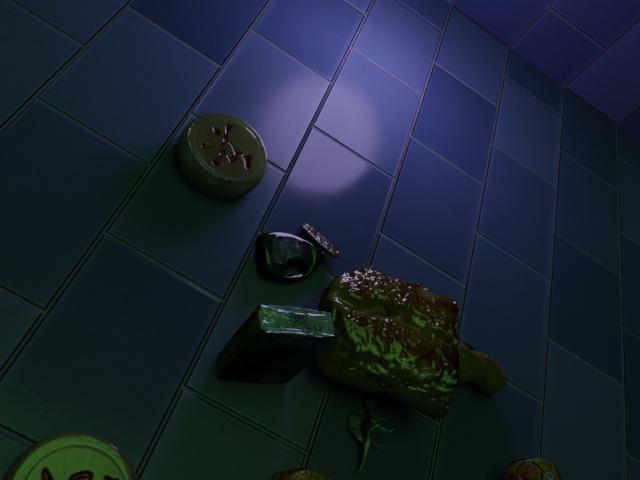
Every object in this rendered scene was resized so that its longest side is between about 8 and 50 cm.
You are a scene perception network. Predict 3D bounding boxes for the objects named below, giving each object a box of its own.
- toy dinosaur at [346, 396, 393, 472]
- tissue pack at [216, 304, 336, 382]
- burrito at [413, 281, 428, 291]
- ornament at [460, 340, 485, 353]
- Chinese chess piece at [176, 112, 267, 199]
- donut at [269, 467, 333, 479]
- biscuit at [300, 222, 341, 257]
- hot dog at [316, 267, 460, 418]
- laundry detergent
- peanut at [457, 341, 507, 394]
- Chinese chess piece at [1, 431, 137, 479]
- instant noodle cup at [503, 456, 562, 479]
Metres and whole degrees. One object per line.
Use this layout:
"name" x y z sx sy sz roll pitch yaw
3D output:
"toy dinosaur" 0.109 0.467 1.623 0.106 0.044 0.187 39 58 15
"tissue pack" -0.105 0.237 1.490 0.185 0.257 0.081 9 53 -28
"burrito" 0.299 0.204 1.922 0.051 0.042 0.171 17 49 -27
"ornament" 0.431 0.330 1.928 0.125 0.028 0.073 32 47 -8
"Chinese chess piece" -0.269 -0.231 1.814 0.249 0.103 0.250 16 55 -24
"donut" -0.031 0.577 1.428 0.190 0.074 0.174 23 50 -19
"biscuit" 0.000 0.000 1.857 0.147 0.018 0.071 41 17 12
"hot dog" 0.156 0.243 1.703 0.365 0.196 0.367 24 42 -12
"laundry detergent" -0.069 0.049 1.778 0.210 0.063 0.137 8 60 -31
"peanut" 0.417 0.354 1.851 0.263 0.117 0.101 24 14 -21
"Chinese chess piece" -0.458 0.477 1.207 0.250 0.097 0.251 16 52 -22
"instant noodle cup" 0.550 0.655 1.692 0.182 0.182 0.144 22 40 -19
